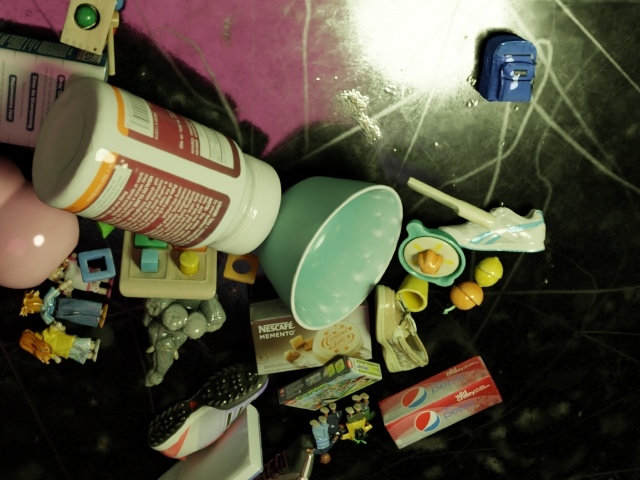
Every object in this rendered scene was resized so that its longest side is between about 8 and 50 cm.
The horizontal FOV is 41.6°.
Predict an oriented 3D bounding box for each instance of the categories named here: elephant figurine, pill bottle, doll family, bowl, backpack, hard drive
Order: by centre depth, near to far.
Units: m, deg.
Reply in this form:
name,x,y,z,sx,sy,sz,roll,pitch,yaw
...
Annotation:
name,x,y,z,sx,sy,sz,roll,pitch,yaw
pill bottle,-0.274,-0.112,1.474,0.392,0.224,0.224,21,113,-41
backpack,0.363,-0.324,1.591,0.098,0.101,0.120,-3,113,-14
bowl,0.000,0.000,1.625,0.312,0.163,0.311,-34,142,-33
doll family,-0.521,0.160,1.697,0.163,0.118,0.262,13,114,-13
elephant figurine,-0.304,0.158,1.717,0.169,0.186,0.239,50,144,4
hard drive,-0.259,0.526,1.862,0.319,0.210,0.040,-41,114,13
doll family,0.049,0.432,1.916,0.193,0.076,0.111,-14,116,-15

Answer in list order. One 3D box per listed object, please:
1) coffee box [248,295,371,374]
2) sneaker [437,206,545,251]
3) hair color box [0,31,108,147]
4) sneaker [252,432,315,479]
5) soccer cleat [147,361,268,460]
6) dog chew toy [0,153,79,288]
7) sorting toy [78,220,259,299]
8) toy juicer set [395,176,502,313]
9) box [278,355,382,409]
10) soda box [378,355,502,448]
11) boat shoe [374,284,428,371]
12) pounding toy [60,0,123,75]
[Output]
name,x,y,z,sx,sy,sz,roll,pitch,yaw
coffee box,-0.023,0.188,1.790,0.247,0.098,0.141,-7,117,-5
sneaker,0.352,-0.024,1.754,0.229,0.087,0.092,1,93,-3
hair color box,-0.559,-0.270,1.486,0.347,0.105,0.173,9,116,-12
sneaker,-0.127,0.551,1.955,0.163,0.106,0.281,19,113,-13
soccer cleat,-0.231,0.379,1.863,0.318,0.108,0.116,-35,129,11
dog chew toy,-0.607,-0.067,1.538,0.207,0.206,0.332,-42,106,13
sorting toy,-0.289,0.016,1.626,0.348,0.196,0.047,3,147,-9
toy juicer set,0.260,0.036,1.679,0.209,0.089,0.329,11,135,13
box,0.019,0.312,1.829,0.114,0.036,0.207,20,139,-41
soda box,0.271,0.368,1.924,0.263,0.092,0.083,-27,115,6
boat shoe,0.168,0.184,1.774,0.089,0.104,0.285,-4,146,12
pounding toy,-0.380,-0.374,1.439,0.100,0.141,0.130,16,113,-16
